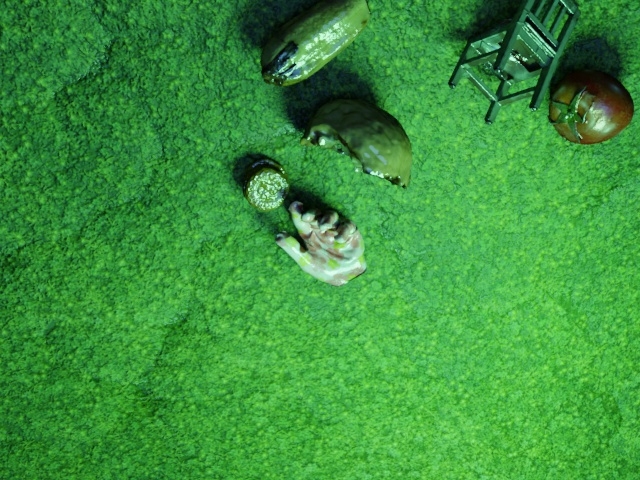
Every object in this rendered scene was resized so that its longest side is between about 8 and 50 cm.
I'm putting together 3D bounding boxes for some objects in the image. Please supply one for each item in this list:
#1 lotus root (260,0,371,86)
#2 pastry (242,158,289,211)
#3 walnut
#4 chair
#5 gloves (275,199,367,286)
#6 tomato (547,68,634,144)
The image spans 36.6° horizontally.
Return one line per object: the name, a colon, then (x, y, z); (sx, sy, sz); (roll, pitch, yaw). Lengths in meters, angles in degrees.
lotus root: (-0.011, -0.392, 1.876); (0.258, 0.097, 0.110); (-35, 124, 2)
pastry: (-0.114, -0.115, 2.023); (0.097, 0.057, 0.109); (-1, 118, -9)
walnut: (0.094, -0.201, 1.936); (0.238, 0.204, 0.141); (22, 98, -18)
chair: (0.386, -0.382, 1.929); (0.136, 0.147, 0.270); (38, 63, -26)
gloves: (0.003, -0.008, 2.063); (0.145, 0.126, 0.241); (-14, 124, 27)
tomato: (0.562, -0.276, 1.988); (0.167, 0.167, 0.167); (-3, 117, -6)
